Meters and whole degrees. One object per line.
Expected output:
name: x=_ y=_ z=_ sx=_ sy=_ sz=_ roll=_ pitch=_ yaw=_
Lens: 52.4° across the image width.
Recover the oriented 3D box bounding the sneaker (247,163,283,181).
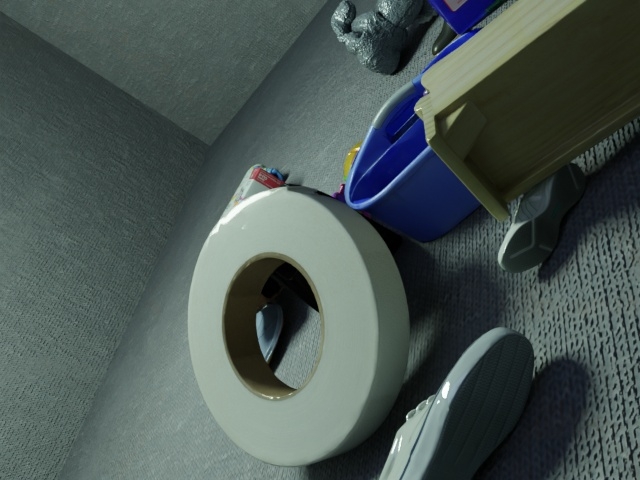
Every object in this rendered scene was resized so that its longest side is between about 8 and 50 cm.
sneaker: x=-0.160 y=-0.182 z=1.991 sx=0.126 sy=0.091 sz=0.240 roll=-29 pitch=29 yaw=20

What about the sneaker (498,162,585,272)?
sneaker: x=0.257 y=-0.024 z=0.779 sx=0.152 sy=0.053 sz=0.061 roll=-54 pitch=13 yaw=-11

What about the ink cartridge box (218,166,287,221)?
ink cartridge box: x=-0.175 y=-0.092 z=1.793 sx=0.176 sy=0.127 sz=0.128 roll=-62 pitch=20 yaw=-9

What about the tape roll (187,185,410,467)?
tape roll: x=-0.049 y=0.120 z=0.935 sx=0.391 sy=0.072 sz=0.392 roll=-2 pitch=87 yaw=42

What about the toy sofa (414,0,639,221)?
toy sofa: x=0.291 y=-0.203 z=0.731 sx=0.362 sy=0.150 sz=0.177 roll=-37 pitch=26 yaw=25

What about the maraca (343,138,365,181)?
maraca: x=0.109 y=-0.154 z=1.258 sx=0.127 sy=0.099 sz=0.186 roll=-18 pitch=15 yaw=24

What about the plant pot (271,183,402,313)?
plant pot: x=-0.012 y=0.011 z=1.084 sx=0.188 sy=0.167 sz=0.188 roll=33 pitch=91 yaw=37

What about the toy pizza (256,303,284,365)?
toy pizza: x=-0.129 y=0.226 z=1.351 sx=0.201 sy=0.032 sz=0.201 roll=-48 pitch=23 yaw=28

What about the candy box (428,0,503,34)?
candy box: x=0.300 y=-0.458 z=1.013 sx=0.268 sy=0.122 sz=0.317 roll=-38 pitch=6 yaw=27

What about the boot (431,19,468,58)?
boot: x=0.256 y=-0.491 z=1.345 sx=0.198 sy=0.137 sz=0.077 roll=-58 pitch=19 yaw=1

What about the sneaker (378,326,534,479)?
sneaker: x=0.127 y=0.198 z=0.684 sx=0.258 sy=0.094 sz=0.091 roll=-59 pitch=24 yaw=0

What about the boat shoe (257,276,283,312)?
boat shoe: x=-0.120 y=0.082 z=1.394 sx=0.116 sy=0.123 sz=0.324 roll=-27 pitch=13 yaw=19

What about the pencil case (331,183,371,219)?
pencil case: x=0.000 y=0.000 z=1.282 sx=0.236 sy=0.104 sz=0.104 roll=-45 pitch=23 yaw=32

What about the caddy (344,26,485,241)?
caddy: x=0.171 y=-0.163 z=0.996 sx=0.341 sy=0.179 sz=0.241 roll=-45 pitch=22 yaw=33

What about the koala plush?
koala plush: x=0.168 y=-0.536 z=1.578 sx=0.221 sy=0.196 sz=0.203 roll=-47 pitch=34 yaw=26
